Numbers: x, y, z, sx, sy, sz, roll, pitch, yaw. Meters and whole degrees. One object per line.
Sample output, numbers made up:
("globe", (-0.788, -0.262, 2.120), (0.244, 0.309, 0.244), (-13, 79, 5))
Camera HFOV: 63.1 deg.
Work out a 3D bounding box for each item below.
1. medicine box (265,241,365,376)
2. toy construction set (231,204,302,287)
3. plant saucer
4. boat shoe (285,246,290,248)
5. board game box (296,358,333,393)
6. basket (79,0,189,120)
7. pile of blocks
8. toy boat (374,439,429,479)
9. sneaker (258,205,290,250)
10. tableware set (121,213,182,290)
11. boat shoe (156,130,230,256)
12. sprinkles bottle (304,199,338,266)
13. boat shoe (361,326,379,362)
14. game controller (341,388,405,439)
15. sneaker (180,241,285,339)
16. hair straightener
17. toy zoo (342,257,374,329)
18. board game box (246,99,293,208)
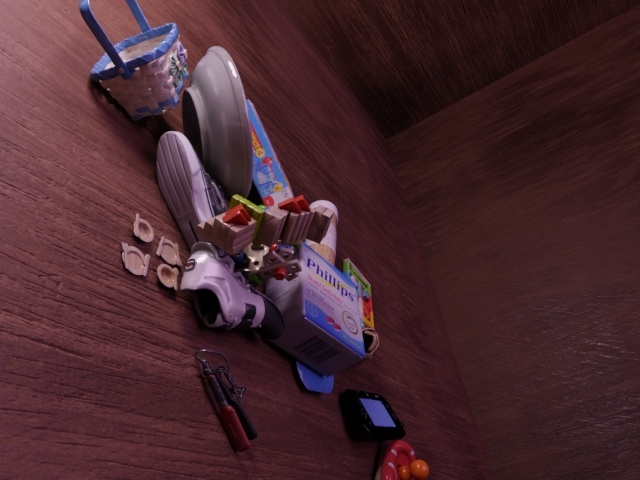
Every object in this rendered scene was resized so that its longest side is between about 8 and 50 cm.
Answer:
("medicine box", (-0.019, 0.195, 1.502), (0.263, 0.149, 0.289), (40, 30, -33))
("toy construction set", (-0.125, 0.019, 1.385), (0.328, 0.214, 0.151), (-86, 176, -61))
("plant saucer", (-0.283, -0.285, 1.341), (0.100, 0.400, 0.401), (-13, 73, -24))
("boat shoe", (-0.083, 0.087, 1.642), (0.183, 0.066, 0.066), (48, 26, -37))
("board game box", (-0.026, 0.375, 1.502), (0.168, 0.033, 0.133), (27, 42, -47))
("basket", (-0.439, -0.460, 1.234), (0.255, 0.200, 0.289), (-90, 157, -47))
("pile of blocks", (-0.113, -0.066, 1.243), (0.362, 0.113, 0.149), (-6, 40, -41))
("toy boat", (0.267, 0.725, 1.627), (0.151, 0.151, 0.231), (61, 21, -10))
("sneaker", (-0.151, -0.024, 1.588), (0.211, 0.081, 0.080), (46, 27, -39))
("tableware set", (-0.358, 0.031, 1.125), (0.168, 0.020, 0.141), (41, 31, -45))
("boat shoe", (-0.298, -0.102, 1.277), (0.119, 0.121, 0.336), (-26, 101, -57))
("sprinkles bottle", (0.000, 0.000, 1.857), (0.121, 0.121, 0.356), (52, 24, -30))
("boat shoe", (0.155, 0.365, 1.825), (0.122, 0.110, 0.341), (67, 21, 7))
("game controller", (0.176, 0.565, 1.690), (0.319, 0.067, 0.167), (33, 29, -55))
("sneaker", (-0.212, 0.164, 1.220), (0.330, 0.122, 0.146), (49, 42, -33))
("hair straightener", (-0.202, 0.335, 1.132), (0.231, 0.047, 0.089), (60, 21, 0))
("toy zoo", (0.152, 0.232, 2.078), (0.192, 0.030, 0.293), (49, 26, -34))
("board game box", (-0.185, -0.264, 1.594), (0.308, 0.086, 0.302), (-111, 176, -77))
